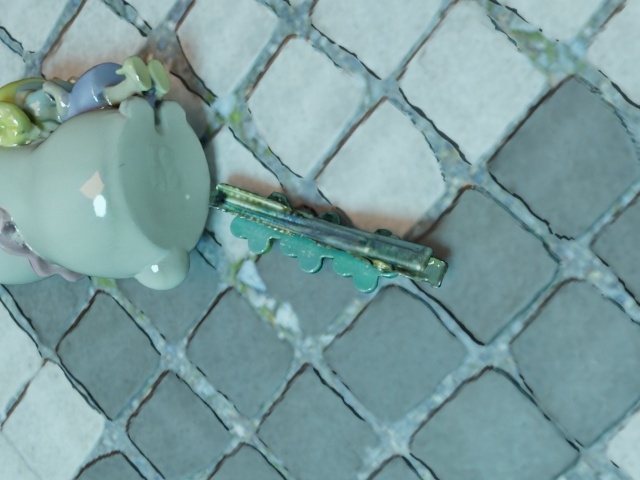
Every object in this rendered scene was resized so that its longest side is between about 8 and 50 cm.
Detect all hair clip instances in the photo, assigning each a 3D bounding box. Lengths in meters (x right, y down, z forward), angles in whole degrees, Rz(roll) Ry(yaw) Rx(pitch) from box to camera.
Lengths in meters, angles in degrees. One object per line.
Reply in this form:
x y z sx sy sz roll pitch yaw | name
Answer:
0.000 0.001 0.493 0.173 0.049 0.049 19 98 27 | hair clip

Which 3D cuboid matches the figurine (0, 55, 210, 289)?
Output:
-0.205 -0.035 0.535 0.235 0.127 0.155 -6 107 25 | figurine
